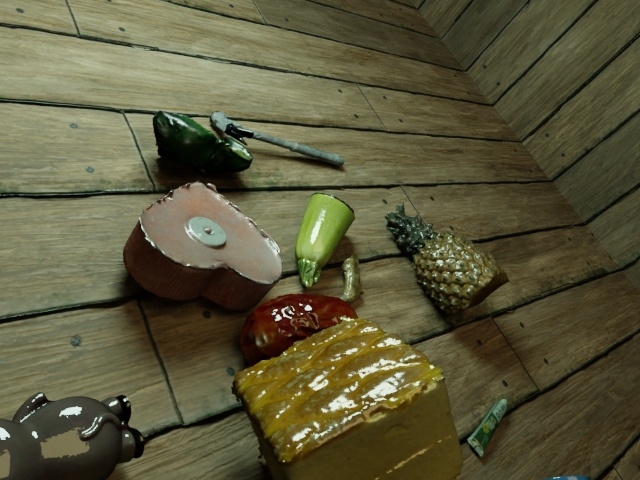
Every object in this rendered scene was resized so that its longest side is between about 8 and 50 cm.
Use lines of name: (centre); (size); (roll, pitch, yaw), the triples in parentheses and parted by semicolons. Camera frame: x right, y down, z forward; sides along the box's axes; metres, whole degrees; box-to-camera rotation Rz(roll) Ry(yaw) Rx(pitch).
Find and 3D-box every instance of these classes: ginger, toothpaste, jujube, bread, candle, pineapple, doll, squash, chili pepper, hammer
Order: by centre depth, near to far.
doll: (-0.375, 0.286, 0.717); (0.257, 0.117, 0.182); (-10, 60, -45)
bread: (0.038, 0.286, 0.839); (0.279, 0.279, 0.207); (-23, 107, -21)
jujube: (-0.031, 0.189, 1.044); (0.250, 0.174, 0.174); (9, 50, -35)
candle: (-0.246, 0.006, 1.077); (0.317, 0.131, 0.287); (15, 39, -43)
chili pepper: (-0.279, -0.208, 1.232); (0.148, 0.116, 0.264); (34, 9, 29)
squash: (-0.005, -0.014, 1.289); (0.137, 0.137, 0.287); (36, 42, -8)
toothpaste: (0.412, 0.443, 1.291); (0.049, 0.031, 0.204); (49, 42, 11)
ginger: (0.076, 0.098, 1.320); (0.057, 0.044, 0.137); (47, 35, -44)
pineapple: (0.323, 0.036, 1.469); (0.202, 0.202, 0.362); (-18, 60, -47)
hammer: (-0.098, -0.272, 1.486); (0.427, 0.044, 0.152); (7, 23, -43)

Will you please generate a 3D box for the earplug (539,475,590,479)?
earplug: (0.554, 0.663, 1.141); (0.132, 0.132, 0.273); (19, 48, -26)
